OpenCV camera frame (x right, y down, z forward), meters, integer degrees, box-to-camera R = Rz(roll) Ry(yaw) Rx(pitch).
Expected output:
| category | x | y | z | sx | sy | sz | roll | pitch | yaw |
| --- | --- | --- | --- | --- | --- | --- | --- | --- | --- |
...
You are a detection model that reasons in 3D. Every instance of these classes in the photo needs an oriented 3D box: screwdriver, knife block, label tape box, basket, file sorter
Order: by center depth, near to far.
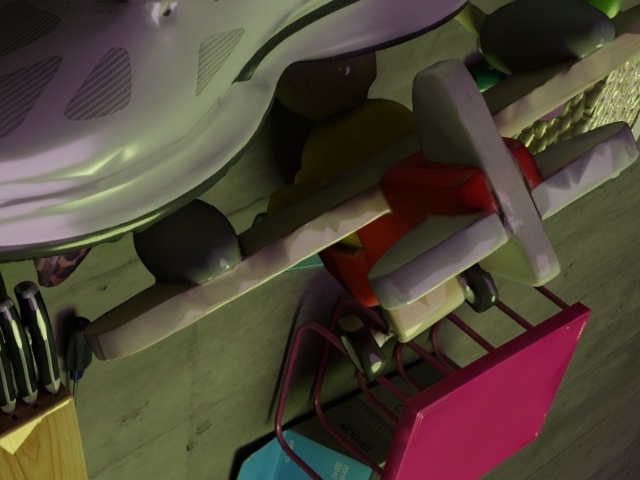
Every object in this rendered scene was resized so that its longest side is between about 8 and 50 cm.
| category | x | y | z | sx | sy | sz | roll | pitch | yaw |
| --- | --- | --- | --- | --- | --- | --- | --- | --- | --- |
| knife block | -0.230 | 0.132 | 0.827 | 0.242 | 0.088 | 0.276 | -55 | 148 | 9 |
| screwdriver | -0.209 | 0.124 | 0.923 | 0.024 | 0.025 | 0.170 | -25 | 150 | -36 |
| basket | 0.276 | -0.153 | 1.151 | 0.103 | 0.113 | 0.167 | -16 | 135 | -41 |
| file sorter | 0.115 | 0.150 | 1.201 | 0.291 | 0.182 | 0.202 | -22 | 138 | -40 |
| label tape box | 0.042 | 0.311 | 1.348 | 0.348 | 0.115 | 0.249 | -21 | 138 | -42 |

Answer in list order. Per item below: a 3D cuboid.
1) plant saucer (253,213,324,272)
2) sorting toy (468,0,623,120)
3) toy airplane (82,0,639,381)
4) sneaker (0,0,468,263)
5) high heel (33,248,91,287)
| category | x | y | z | sx | sy | sz | roll | pitch | yaw |
| --- | --- | --- | --- | --- | --- | --- | --- | --- | --- |
| plant saucer | 0.000 | 0.000 | 1.052 | 0.192 | 0.018 | 0.067 | -7 | 128 | -48 |
| sorting toy | 0.202 | -0.266 | 0.978 | 0.126 | 0.127 | 0.365 | 1 | 131 | -17 |
| toy airplane | 0.048 | -0.059 | 0.803 | 0.384 | 0.272 | 0.386 | -36 | 172 | 33 |
| sneaker | -0.061 | -0.188 | 0.534 | 0.447 | 0.169 | 0.257 | -38 | 147 | -38 |
| high heel | -0.098 | -0.084 | 0.756 | 0.186 | 0.093 | 0.261 | 2 | 113 | -46 |
